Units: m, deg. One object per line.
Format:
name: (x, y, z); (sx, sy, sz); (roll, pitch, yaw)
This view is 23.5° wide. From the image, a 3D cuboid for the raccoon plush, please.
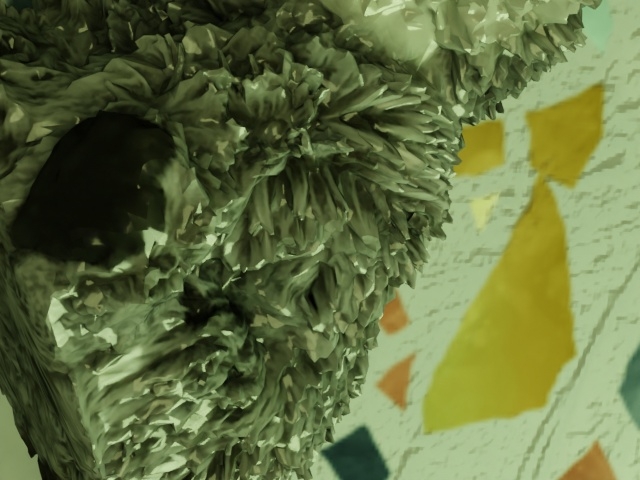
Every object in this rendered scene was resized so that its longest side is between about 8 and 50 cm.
raccoon plush: (0.000, 0.000, 0.669); (0.299, 0.216, 0.446); (-25, 138, -20)
